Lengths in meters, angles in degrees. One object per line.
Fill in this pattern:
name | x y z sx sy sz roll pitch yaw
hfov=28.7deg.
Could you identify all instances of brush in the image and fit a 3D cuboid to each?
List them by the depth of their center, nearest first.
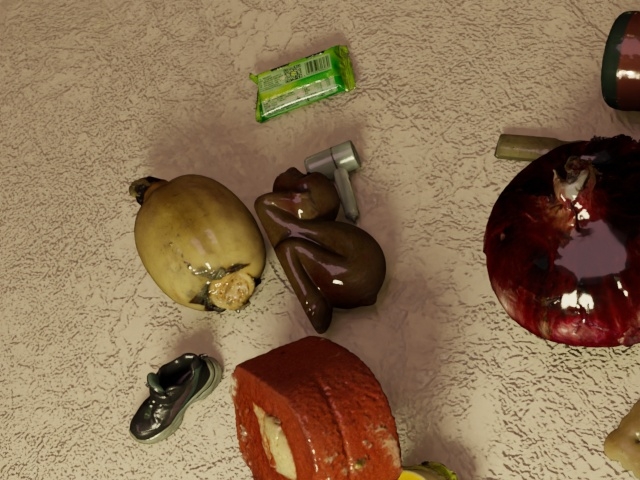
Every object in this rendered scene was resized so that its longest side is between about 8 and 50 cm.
brush | 0.374 -0.135 1.830 0.247 0.036 0.043 8 61 27

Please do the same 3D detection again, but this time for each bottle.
bottle | 0.572 -0.231 1.740 0.336 0.144 0.144 13 67 26

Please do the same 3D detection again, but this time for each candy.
candy | -0.031 -0.262 2.084 0.178 0.032 0.102 -19 59 11

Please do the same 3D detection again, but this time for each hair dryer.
hair dryer | 0.029 -0.084 1.949 0.082 0.047 0.137 -22 62 12

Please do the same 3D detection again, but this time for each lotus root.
lotus root | -0.204 -0.016 1.939 0.182 0.183 0.310 -40 48 -3

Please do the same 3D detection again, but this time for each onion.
onion | 0.360 -0.005 1.636 0.313 0.232 0.314 -11 56 17

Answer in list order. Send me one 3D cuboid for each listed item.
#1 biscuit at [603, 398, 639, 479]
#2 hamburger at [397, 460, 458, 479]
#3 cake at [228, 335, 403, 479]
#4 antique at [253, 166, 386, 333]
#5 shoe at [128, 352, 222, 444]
biscuit | 0.526 0.273 1.518 0.217 0.044 0.325 -45 54 -5
hamburger | 0.123 0.353 1.625 0.126 0.081 0.141 16 81 33
cake | -0.017 0.236 1.640 0.150 0.177 0.283 -22 15 -20
antique | 0.000 0.000 1.863 0.143 0.121 0.257 -31 55 1
shoe | -0.228 0.223 1.843 0.169 0.099 0.071 -43 56 -4
